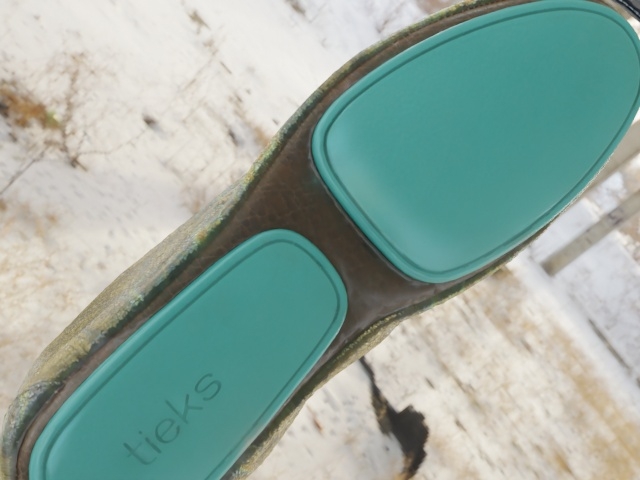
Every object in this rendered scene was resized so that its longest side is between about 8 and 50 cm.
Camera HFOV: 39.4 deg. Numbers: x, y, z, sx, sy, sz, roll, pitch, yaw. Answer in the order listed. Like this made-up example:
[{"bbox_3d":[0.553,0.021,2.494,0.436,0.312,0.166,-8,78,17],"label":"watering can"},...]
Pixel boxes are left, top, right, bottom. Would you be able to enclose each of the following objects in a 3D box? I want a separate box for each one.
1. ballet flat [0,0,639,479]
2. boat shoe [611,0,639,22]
[{"bbox_3d":[0.000,0.000,0.419,0.123,0.348,0.123,46,-14,15],"label":"ballet flat"},{"bbox_3d":[0.141,-0.167,0.505,0.183,0.083,0.065,43,42,-20],"label":"boat shoe"}]
